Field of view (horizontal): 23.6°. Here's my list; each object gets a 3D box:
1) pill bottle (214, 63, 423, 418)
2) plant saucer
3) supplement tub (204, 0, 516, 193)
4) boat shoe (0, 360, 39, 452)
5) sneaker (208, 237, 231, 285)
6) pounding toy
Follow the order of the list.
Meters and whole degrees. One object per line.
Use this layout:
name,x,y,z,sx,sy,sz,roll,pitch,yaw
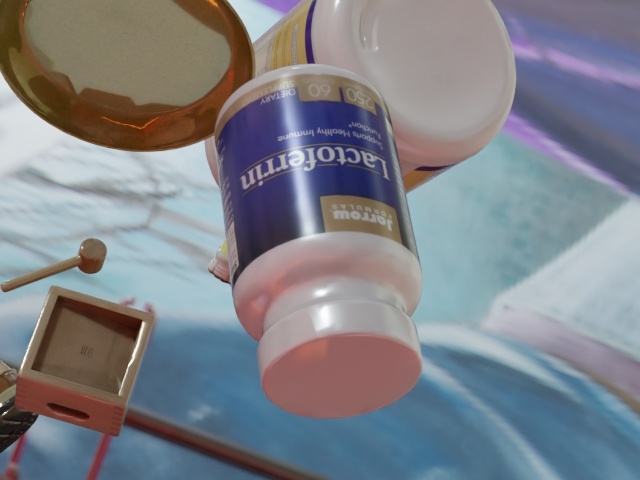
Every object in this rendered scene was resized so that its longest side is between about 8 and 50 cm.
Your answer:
pill bottle,0.000,0.000,1.238,0.153,0.153,0.265,116,152,-49
plant saucer,-0.176,-0.178,1.395,0.241,0.241,0.037,116,166,-47
supplement tub,0.032,-0.152,1.690,0.331,0.241,0.241,-30,36,56
boat shoe,-0.506,0.266,1.922,0.324,0.120,0.122,-38,-17,-17
sneaker,-0.023,0.023,1.497,0.081,0.208,0.094,16,-83,-53
pounding toy,-0.292,0.103,1.801,0.094,0.181,0.206,111,175,-55
